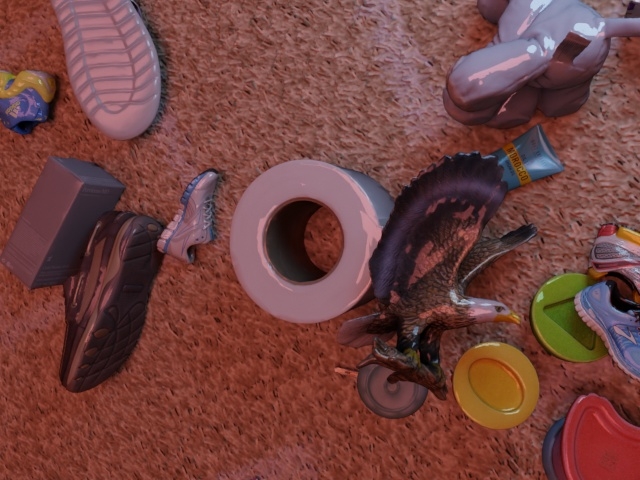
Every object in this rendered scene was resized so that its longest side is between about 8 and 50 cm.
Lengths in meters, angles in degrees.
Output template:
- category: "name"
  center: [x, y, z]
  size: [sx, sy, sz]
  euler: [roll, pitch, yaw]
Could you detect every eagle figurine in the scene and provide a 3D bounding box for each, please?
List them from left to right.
- category: "eagle figurine"
  center: [0.171, 0.058, 0.858]
  size: [0.225, 0.226, 0.299]
  euler: [21, 72, -6]

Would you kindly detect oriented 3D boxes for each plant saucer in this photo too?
- category: "plant saucer"
  center: [0.118, 0.237, 1.024]
  size: [0.119, 0.021, 0.120]
  euler: [0, 90, 10]

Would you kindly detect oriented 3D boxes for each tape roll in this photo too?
- category: "tape roll"
  center: [0.000, 0.000, 0.992]
  size: [0.246, 0.169, 0.246]
  euler: [1, 92, 19]

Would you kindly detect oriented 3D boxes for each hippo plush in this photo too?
- category: "hippo plush"
  center: [0.267, -0.305, 0.844]
  size: [0.234, 0.294, 0.237]
  euler: [-9, 80, -2]

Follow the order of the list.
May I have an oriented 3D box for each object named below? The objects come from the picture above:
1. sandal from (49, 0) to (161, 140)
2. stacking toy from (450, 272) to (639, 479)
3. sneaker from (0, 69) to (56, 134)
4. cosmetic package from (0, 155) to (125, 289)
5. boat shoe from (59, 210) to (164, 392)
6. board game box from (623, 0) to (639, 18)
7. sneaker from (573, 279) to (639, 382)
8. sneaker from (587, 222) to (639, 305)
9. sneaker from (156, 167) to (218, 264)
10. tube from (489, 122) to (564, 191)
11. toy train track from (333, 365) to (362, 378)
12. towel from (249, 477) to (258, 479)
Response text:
- category: "sandal"
  center: [-0.401, -0.394, 1.163]
  size: [0.169, 0.102, 0.417]
  euler: [-18, 96, 4]
- category: "stacking toy"
  center: [0.370, 0.220, 0.927]
  size: [0.309, 0.130, 0.279]
  euler: [39, 77, 12]
- category: "sneaker"
  center: [-0.648, -0.279, 1.257]
  size: [0.240, 0.091, 0.126]
  euler: [3, 93, 19]
- category: "cosmetic package"
  center: [-0.493, -0.034, 1.191]
  size: [0.107, 0.127, 0.238]
  euler: [38, 105, 15]
- category: "boat shoe"
  center: [-0.410, 0.109, 1.177]
  size: [0.130, 0.132, 0.356]
  euler: [23, 91, 27]
- category: "board game box"
  center: [0.516, -0.411, 0.808]
  size: [0.144, 0.142, 0.276]
  euler: [20, 99, 18]
- category: "sneaker"
  center: [0.420, 0.123, 0.839]
  size: [0.162, 0.063, 0.073]
  euler: [51, 133, 14]
- category: "sneaker"
  center: [0.483, 0.062, 0.864]
  size: [0.225, 0.088, 0.093]
  euler: [28, 91, 26]
- category: "sneaker"
  center: [-0.219, -0.040, 1.129]
  size: [0.082, 0.071, 0.191]
  euler: [34, 111, 9]
- category: "tube"
  center: [0.261, -0.097, 0.964]
  size: [0.207, 0.052, 0.080]
  euler: [-27, 92, 12]
- category: "toy train track"
  center: [0.064, 0.227, 1.055]
  size: [0.083, 0.014, 0.048]
  euler: [11, 89, 13]
- category: "towel"
  center: [-0.159, 0.538, 1.142]
  size: [0.197, 0.029, 0.144]
  euler: [-34, 81, 20]
